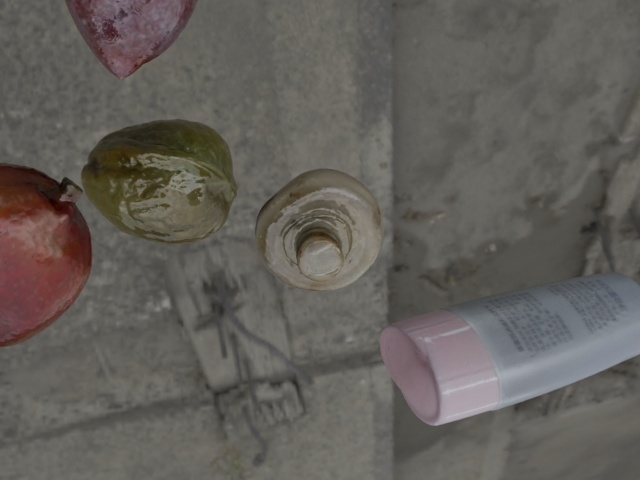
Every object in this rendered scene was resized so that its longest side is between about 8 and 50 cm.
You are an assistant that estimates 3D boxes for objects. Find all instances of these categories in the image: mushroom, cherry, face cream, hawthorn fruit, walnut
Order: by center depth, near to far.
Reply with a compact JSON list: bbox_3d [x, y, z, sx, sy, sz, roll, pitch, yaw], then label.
[{"bbox_3d":[0.143,0.072,0.711,0.198,0.084,0.057,-12,137,-25],"label":"face cream"},{"bbox_3d":[-0.288,0.004,0.908,0.169,0.169,0.188,21,124,-40],"label":"hawthorn fruit"},{"bbox_3d":[-0.246,-0.333,1.321,0.175,0.249,0.192,8,179,20],"label":"cherry"},{"bbox_3d":[0.011,-0.008,1.578,0.206,0.209,0.206,-12,114,-30],"label":"mushroom"},{"bbox_3d":[-0.289,-0.108,1.854,0.283,0.227,0.283,10,164,3],"label":"walnut"}]
